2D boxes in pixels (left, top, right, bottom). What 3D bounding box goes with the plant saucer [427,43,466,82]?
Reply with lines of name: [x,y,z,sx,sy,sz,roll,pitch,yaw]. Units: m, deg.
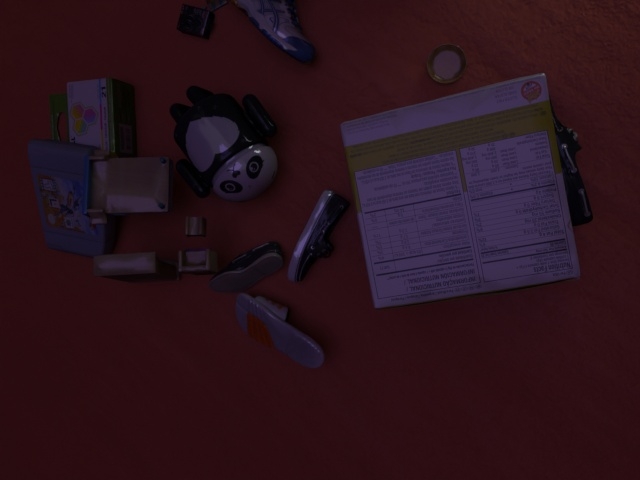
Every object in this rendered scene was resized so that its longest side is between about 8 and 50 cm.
plant saucer: [0.273,-0.381,1.195,0.083,0.015,0.084,1,93,15]

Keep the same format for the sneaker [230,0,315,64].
sneaker: [-0.101,-0.529,1.238,0.131,0.112,0.296,-44,82,12]

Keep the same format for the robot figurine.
robot figurine: [-0.220,-0.217,1.252,0.278,0.173,0.209,53,145,7]

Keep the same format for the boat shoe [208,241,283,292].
boat shoe: [-0.179,0.065,1.329,0.206,0.075,0.065,-26,43,20]

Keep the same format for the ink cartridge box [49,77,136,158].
ink cartridge box: [-0.603,-0.295,1.392,0.255,0.097,0.189,-1,93,15]

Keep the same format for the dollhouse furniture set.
dollhouse furniture set: [-0.382,-0.063,1.313,0.286,0.198,0.304,-3,82,1]

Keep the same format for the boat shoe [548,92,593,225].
boat shoe: [0.475,-0.173,1.110,0.091,0.114,0.303,-12,102,16]

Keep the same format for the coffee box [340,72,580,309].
coffee box: [0.255,-0.076,1.050,0.337,0.337,0.335,-11,90,14]

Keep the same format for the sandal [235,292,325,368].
sandal: [-0.087,0.205,1.291,0.265,0.076,0.102,30,124,23]

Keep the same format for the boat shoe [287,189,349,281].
boat shoe: [0.000,0.000,1.262,0.076,0.080,0.229,26,92,14]

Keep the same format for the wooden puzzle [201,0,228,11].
wooden puzzle: [-0.252,-0.583,1.329,0.083,0.006,0.049,-22,87,15]

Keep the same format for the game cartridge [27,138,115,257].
game cartridge: [-0.610,-0.096,1.374,0.198,0.062,0.298,12,118,18]

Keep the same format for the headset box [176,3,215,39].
headset box: [-0.297,-0.526,1.331,0.083,0.032,0.062,20,98,15]
